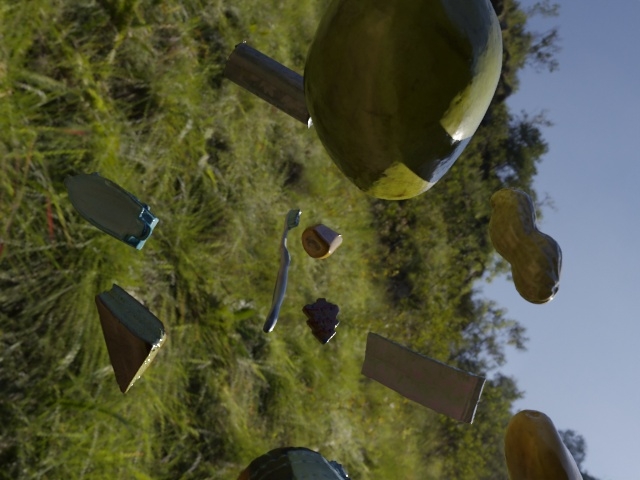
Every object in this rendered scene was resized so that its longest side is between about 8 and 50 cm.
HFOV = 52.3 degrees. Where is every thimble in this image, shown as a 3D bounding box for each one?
[{"bbox_3d":[-0.040,0.492,1.170,0.150,0.237,0.237,33,-31,61],"label":"thimble"}]

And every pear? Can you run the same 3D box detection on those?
[{"bbox_3d":[0.105,-0.208,0.857,0.253,0.253,0.307,43,-36,30],"label":"pear"}]

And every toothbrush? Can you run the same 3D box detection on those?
[{"bbox_3d":[-0.061,0.040,1.050,0.027,0.269,0.021,-23,-53,28],"label":"toothbrush"}]

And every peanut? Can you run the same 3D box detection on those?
[{"bbox_3d":[0.296,0.004,0.948,0.082,0.082,0.187,96,-22,-57],"label":"peanut"}]

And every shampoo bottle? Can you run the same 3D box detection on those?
[{"bbox_3d":[-0.053,-0.240,1.053,0.214,0.072,0.072,32,-27,9],"label":"shampoo bottle"}]

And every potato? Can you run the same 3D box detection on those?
[{"bbox_3d":[0.433,0.443,1.278,0.234,0.146,0.150,58,-15,-18],"label":"potato"}]

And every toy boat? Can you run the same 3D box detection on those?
[{"bbox_3d":[-0.387,-0.060,1.212,0.215,0.088,0.102,31,-2,10],"label":"toy boat"}]

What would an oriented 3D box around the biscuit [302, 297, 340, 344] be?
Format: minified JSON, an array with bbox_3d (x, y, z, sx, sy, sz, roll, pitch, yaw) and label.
[{"bbox_3d":[0.008,0.224,1.813,0.019,0.119,0.130,-30,-117,60],"label":"biscuit"}]

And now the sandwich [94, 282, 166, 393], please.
[{"bbox_3d":[-0.140,0.075,0.497,0.044,0.031,0.083,-1,-68,22],"label":"sandwich"}]

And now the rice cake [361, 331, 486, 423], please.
[{"bbox_3d":[0.215,0.296,1.420,0.298,0.106,0.050,17,-2,41],"label":"rice cake"}]

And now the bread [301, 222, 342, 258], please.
[{"bbox_3d":[0.000,-0.001,1.156,0.062,0.049,0.103,46,18,1],"label":"bread"}]
